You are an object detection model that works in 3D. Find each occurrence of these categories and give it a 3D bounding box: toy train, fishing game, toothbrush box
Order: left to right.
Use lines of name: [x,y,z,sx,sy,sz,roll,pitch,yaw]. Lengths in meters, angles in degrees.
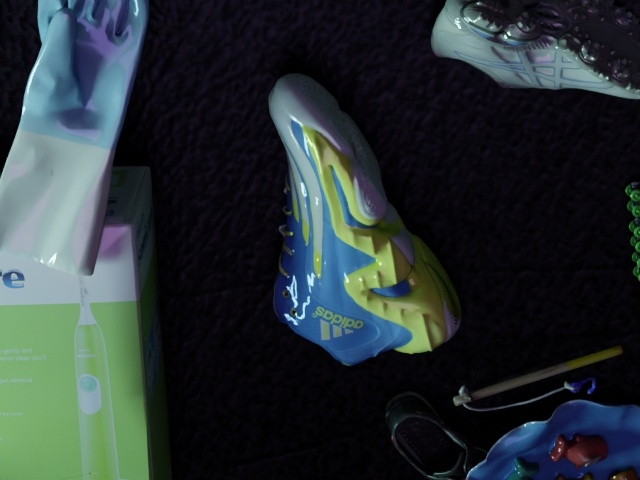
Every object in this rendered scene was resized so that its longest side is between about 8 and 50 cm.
toothbrush box: [-0.223,0.097,1.388,0.206,0.122,0.283,-2,114,2]
fishing game: [0.201,0.210,1.461,0.189,0.041,0.264,-12,117,-8]
toy train: [0.243,-0.006,1.395,0.023,0.017,0.083,-12,113,-6]

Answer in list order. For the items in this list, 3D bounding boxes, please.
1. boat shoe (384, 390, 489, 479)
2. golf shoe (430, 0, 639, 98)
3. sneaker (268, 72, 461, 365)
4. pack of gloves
boat shoe: [0.101,0.174,1.462,0.049,0.042,0.133,-41,108,13]
golf shoe: [0.161,-0.136,1.327,0.176,0.069,0.086,20,148,-18]
sneaker: [0.000,0.000,1.361,0.126,0.091,0.240,-28,111,13]
pack of gloves: [-0.223,-0.100,1.229,0.195,0.046,0.232,13,107,-4]
